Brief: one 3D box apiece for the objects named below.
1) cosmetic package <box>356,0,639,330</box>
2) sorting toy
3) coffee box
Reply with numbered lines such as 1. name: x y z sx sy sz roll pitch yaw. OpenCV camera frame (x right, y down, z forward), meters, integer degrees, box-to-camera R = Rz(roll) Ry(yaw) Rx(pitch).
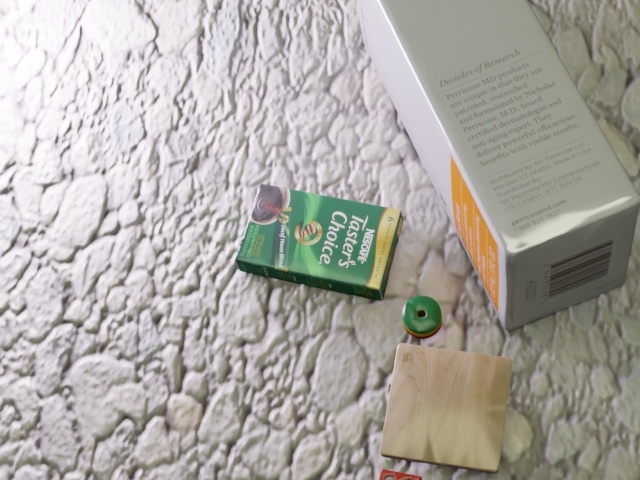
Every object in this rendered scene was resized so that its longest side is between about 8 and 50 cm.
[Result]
1. cosmetic package: 0.194 -0.151 1.550 0.161 0.230 0.453 -22 63 -3
2. sorting toy: 0.141 0.201 1.490 0.132 0.046 0.275 7 65 10
3. coffee box: 0.000 0.000 1.605 0.184 0.040 0.113 13 67 13
